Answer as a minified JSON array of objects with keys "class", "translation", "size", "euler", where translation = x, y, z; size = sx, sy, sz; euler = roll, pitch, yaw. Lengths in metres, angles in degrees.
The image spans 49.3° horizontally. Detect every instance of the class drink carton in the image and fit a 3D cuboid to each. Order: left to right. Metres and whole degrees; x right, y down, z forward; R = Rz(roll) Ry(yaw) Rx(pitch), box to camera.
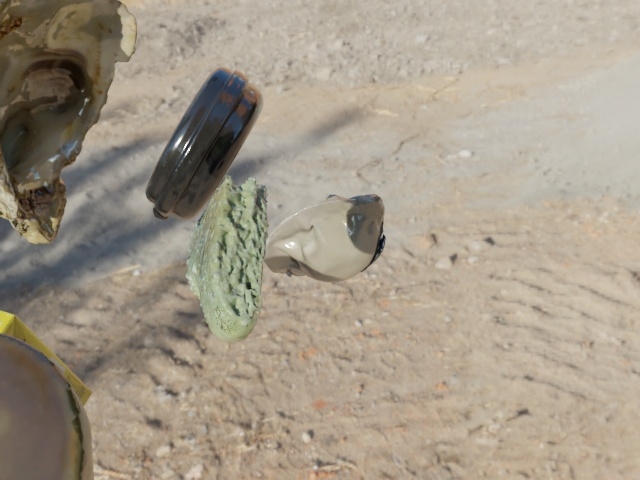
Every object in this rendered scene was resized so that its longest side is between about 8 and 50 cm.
[{"class":"drink carton","translation":[-0.623,0.263,1.423],"size":[0.155,0.351,0.111],"euler":[12,58,20]}]

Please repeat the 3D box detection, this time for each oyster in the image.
[{"class":"oyster","translation":[-0.245,-0.108,0.576],"size":[0.107,0.232,0.162],"euler":[36,37,19]}]

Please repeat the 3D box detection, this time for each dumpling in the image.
[{"class":"dumpling","translation":[0.013,0.012,1.378],"size":[0.293,0.163,0.205],"euler":[-39,-6,36]}]

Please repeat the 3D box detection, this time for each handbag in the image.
[{"class":"handbag","translation":[-0.182,-0.141,1.082],"size":[0.093,0.253,0.308],"euler":[29,-2,-12]}]

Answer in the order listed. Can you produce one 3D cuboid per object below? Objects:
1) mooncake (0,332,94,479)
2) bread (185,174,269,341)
[{"class":"mooncake","translation":[-0.377,0.242,0.714],"size":[0.285,0.155,0.284],"euler":[9,53,-12]},{"class":"bread","translation":[-0.106,0.010,0.788],"size":[0.064,0.172,0.232],"euler":[13,16,-21]}]
